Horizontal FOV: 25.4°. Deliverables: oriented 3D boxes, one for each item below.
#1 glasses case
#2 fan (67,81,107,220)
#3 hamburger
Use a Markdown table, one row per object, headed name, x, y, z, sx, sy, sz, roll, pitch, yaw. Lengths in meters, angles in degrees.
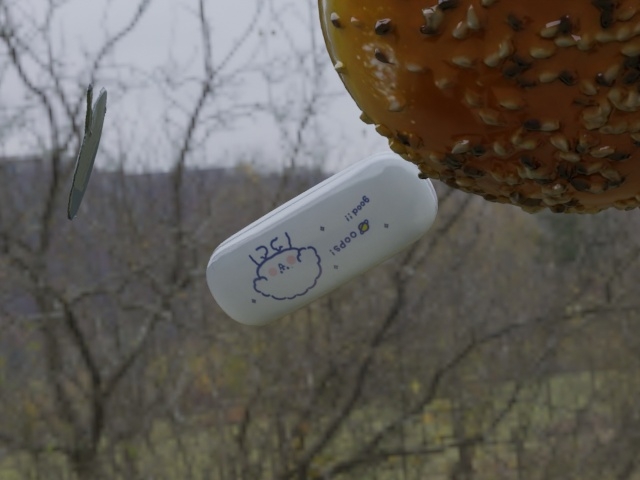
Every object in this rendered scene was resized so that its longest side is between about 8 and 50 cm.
| name | x | y | z | sx | sy | sz | roll | pitch | yaw |
| --- | --- | --- | --- | --- | --- | --- | --- | --- | --- |
| glasses case | 0.000 | 0.000 | 1.114 | 0.197 | 0.076 | 0.049 | -29 | 16 | 16 |
| fan | -0.187 | -0.083 | 1.140 | 0.005 | 0.113 | 0.175 | 15 | -24 | -4 |
| hamburger | 0.141 | -0.135 | 0.667 | 0.300 | 0.176 | 0.300 | 2 | -40 | 1 |
